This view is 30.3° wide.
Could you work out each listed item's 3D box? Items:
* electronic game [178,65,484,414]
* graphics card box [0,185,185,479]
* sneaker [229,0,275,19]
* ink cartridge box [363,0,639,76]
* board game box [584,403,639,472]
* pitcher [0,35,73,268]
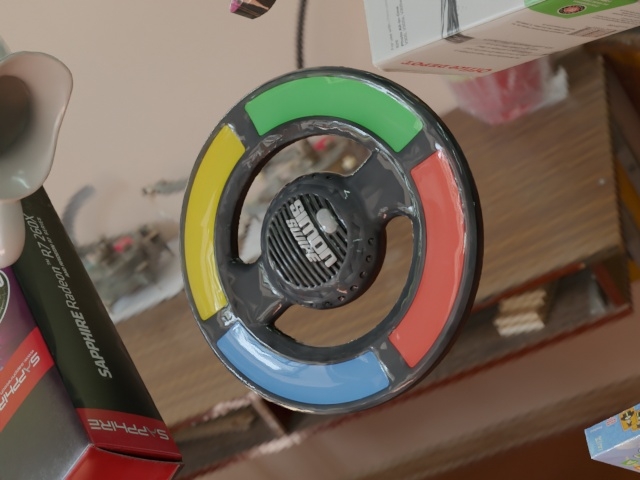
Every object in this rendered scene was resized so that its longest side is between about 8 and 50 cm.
[{"bbox_3d":[0.000,0.000,0.778,0.229,0.229,0.048,-22,-12,30],"label":"electronic game"},{"bbox_3d":[-0.272,0.120,0.973,0.233,0.094,0.371,-52,47,19],"label":"graphics card box"},{"bbox_3d":[-0.097,-0.469,2.065,0.178,0.072,0.077,-49,30,27],"label":"sneaker"},{"bbox_3d":[0.218,-0.279,1.320,0.211,0.121,0.289,-3,-7,-45],"label":"ink cartridge box"},{"bbox_3d":[0.400,0.181,1.189,0.211,0.160,0.039,-36,47,38],"label":"board game box"},{"bbox_3d":[-0.282,-0.088,0.894,0.207,0.177,0.125,29,27,37],"label":"pitcher"}]
